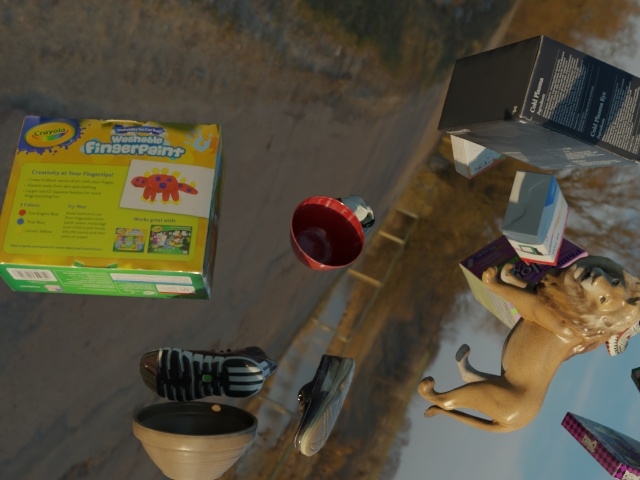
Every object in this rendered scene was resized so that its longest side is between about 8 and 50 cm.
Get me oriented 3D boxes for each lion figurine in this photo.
[{"bbox_3d":[0.338,0.182,1.377,0.142,0.240,0.392,4,115,-55],"label":"lion figurine"}]

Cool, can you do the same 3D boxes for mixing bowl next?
[{"bbox_3d":[0.000,0.000,1.961,0.181,0.181,0.098,-61,-173,-36],"label":"mixing bowl"}]

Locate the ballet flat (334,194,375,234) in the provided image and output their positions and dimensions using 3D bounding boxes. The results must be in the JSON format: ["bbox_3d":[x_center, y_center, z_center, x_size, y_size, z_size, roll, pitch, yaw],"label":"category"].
[{"bbox_3d":[0.077,-0.069,2.171,0.096,0.095,0.280,-31,167,11],"label":"ballet flat"}]

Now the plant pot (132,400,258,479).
[{"bbox_3d":[-0.242,0.390,1.635,0.237,0.237,0.109,-22,118,-80],"label":"plant pot"}]

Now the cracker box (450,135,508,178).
[{"bbox_3d":[0.436,-0.305,2.338,0.156,0.067,0.232,-29,129,-18],"label":"cracker box"}]

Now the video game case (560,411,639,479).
[{"bbox_3d":[0.656,0.465,1.824,0.042,0.210,0.232,-63,-163,9],"label":"video game case"}]

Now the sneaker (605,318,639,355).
[{"bbox_3d":[0.629,0.174,1.749,0.225,0.093,0.088,60,25,-60],"label":"sneaker"}]

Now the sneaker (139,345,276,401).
[{"bbox_3d":[-0.220,0.267,1.759,0.162,0.281,0.106,-14,106,-67],"label":"sneaker"}]

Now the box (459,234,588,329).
[{"bbox_3d":[0.480,0.083,1.979,0.213,0.117,0.243,-31,-153,-5],"label":"box"}]

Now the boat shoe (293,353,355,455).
[{"bbox_3d":[-0.006,0.352,1.862,0.285,0.092,0.103,-57,155,-49],"label":"boat shoe"}]

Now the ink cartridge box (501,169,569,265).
[{"bbox_3d":[0.449,-0.036,1.749,0.231,0.078,0.134,37,67,-57],"label":"ink cartridge box"}]

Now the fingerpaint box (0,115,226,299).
[{"bbox_3d":[-0.448,-0.073,1.882,0.163,0.445,0.371,90,3,-64],"label":"fingerpaint box"}]

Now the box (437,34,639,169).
[{"bbox_3d":[0.486,-0.287,1.861,0.343,0.312,0.179,7,-99,68],"label":"box"}]

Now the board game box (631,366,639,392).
[{"bbox_3d":[0.957,0.432,2.146,0.046,0.213,0.317,71,1,-50],"label":"board game box"}]
